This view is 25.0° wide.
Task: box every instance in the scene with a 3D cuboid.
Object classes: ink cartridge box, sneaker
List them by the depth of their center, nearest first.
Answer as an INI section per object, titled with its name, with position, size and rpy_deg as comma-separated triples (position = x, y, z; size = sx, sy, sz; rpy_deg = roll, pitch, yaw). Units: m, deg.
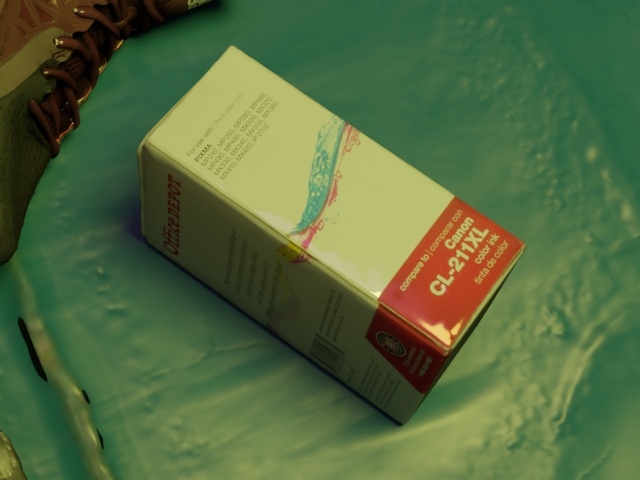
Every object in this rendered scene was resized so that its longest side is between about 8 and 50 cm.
[ink cartridge box]
position = 0.000, 0.000, 0.723
size = 0.175, 0.127, 0.072
rpy_deg = 35, 69, 8
[sneaker]
position = -0.119, -0.116, 0.772
size = 0.163, 0.106, 0.281
rpy_deg = 3, 68, -7

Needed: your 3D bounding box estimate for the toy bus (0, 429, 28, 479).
[toy bus]
position = -0.198, 0.086, 0.576
size = 0.108, 0.130, 0.333
rpy_deg = -20, 34, -22
